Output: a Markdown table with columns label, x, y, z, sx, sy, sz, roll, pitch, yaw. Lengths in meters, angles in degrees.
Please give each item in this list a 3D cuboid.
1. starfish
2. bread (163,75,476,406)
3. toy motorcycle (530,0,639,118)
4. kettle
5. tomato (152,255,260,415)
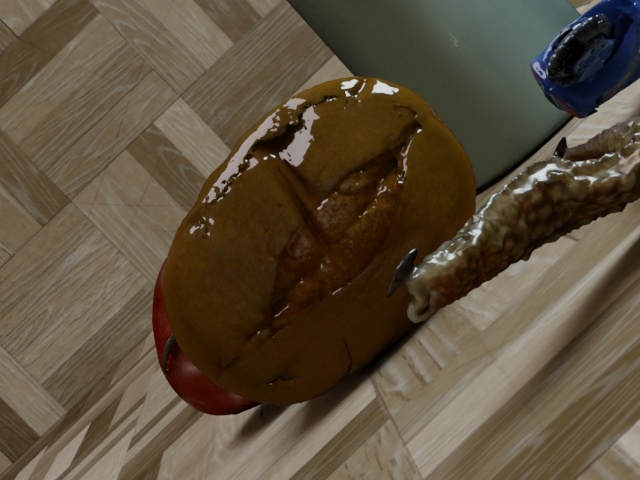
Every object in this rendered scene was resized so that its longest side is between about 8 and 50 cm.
| label | x | y | z | sx | sy | sz | roll | pitch | yaw |
| --- | --- | --- | --- | --- | --- | --- | --- | --- | --- |
| starfish | 0.219 | -0.124 | 0.869 | 0.398 | 0.132 | 0.384 | -57 | -7 | 13 |
| bread | 0.000 | 0.000 | 1.153 | 0.269 | 0.195 | 0.142 | -48 | -1 | 2 |
| toy motorcycle | 0.225 | -0.150 | 1.097 | 0.205 | 0.076 | 0.114 | -30 | -20 | -36 |
| kettle | 0.121 | -0.240 | 1.430 | 0.265 | 0.318 | 0.205 | -48 | 5 | -29 |
| tomato | -0.061 | 0.071 | 1.319 | 0.187 | 0.151 | 0.187 | -18 | 56 | 28 |
